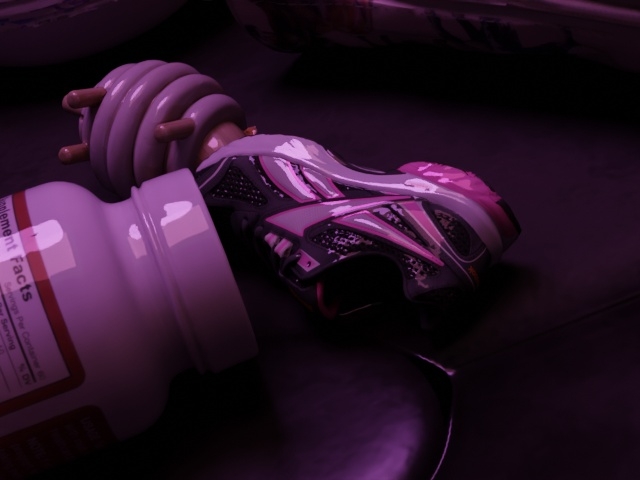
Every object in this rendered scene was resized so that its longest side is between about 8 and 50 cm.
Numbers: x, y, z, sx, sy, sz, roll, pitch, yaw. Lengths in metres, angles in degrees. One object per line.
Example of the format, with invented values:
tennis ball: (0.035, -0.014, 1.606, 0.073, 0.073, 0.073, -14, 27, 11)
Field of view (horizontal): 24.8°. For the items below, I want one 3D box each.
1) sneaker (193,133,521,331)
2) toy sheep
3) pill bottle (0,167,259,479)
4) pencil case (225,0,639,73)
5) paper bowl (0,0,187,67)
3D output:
sneaker: (0.000, 0.000, 0.697, 0.178, 0.072, 0.077, 5, 50, 36)
toy sheep: (-0.091, -0.058, 0.794, 0.132, 0.091, 0.091, 26, 52, 25)
pill bottle: (-0.143, 0.046, 0.642, 0.216, 0.121, 0.121, -20, 35, -6)
pencil case: (0.122, -0.163, 0.788, 0.410, 0.160, 0.183, 13, 32, 34)
paper bowl: (-0.187, -0.226, 1.010, 0.284, 0.148, 0.284, -10, 35, 7)
